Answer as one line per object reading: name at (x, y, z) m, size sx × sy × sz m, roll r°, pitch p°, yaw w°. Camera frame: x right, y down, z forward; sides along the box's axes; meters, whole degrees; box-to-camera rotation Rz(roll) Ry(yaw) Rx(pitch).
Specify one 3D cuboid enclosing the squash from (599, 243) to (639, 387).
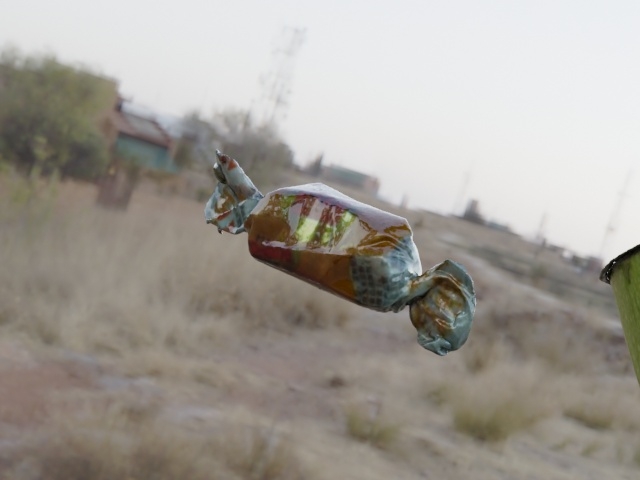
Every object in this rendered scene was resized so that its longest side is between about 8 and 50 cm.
squash at (0.180, 0.085, 0.503) m, size 0.095 × 0.188 × 0.095 m, roll -12°, pitch -18°, yaw -4°

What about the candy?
candy at (0.000, 0.000, 0.639) m, size 0.182 × 0.053 × 0.046 m, roll 26°, pitch 10°, yaw 35°
